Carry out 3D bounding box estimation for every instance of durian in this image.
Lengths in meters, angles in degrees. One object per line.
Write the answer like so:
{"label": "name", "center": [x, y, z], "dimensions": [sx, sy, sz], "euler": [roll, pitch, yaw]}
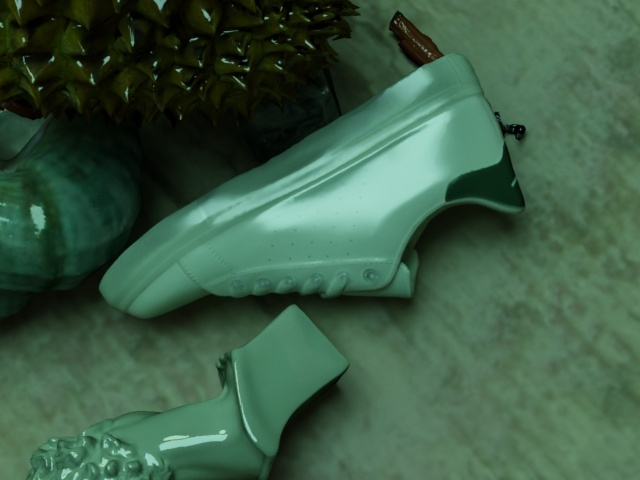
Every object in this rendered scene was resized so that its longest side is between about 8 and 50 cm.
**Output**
{"label": "durian", "center": [-0.161, -0.240, 1.253], "dimensions": [0.384, 0.347, 0.347], "euler": [-9, 65, -6]}

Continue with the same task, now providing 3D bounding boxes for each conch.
{"label": "conch", "center": [-0.264, -0.031, 1.394], "dimensions": [0.277, 0.195, 0.220], "euler": [-59, 41, 11]}

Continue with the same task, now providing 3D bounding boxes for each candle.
{"label": "candle", "center": [0.119, -0.141, 1.430], "dimensions": [0.167, 0.021, 0.026], "euler": [46, 110, 23]}

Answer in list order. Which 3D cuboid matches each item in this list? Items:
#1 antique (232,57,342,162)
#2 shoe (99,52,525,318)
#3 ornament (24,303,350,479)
{"label": "antique", "center": [-0.042, -0.163, 1.438], "dimensions": [0.088, 0.086, 0.183], "euler": [-17, 65, 6]}
{"label": "shoe", "center": [0.000, 0.000, 1.352], "dimensions": [0.363, 0.132, 0.160], "euler": [-31, 86, 7]}
{"label": "ornament", "center": [-0.104, 0.163, 1.294], "dimensions": [0.285, 0.130, 0.120], "euler": [-31, 78, -1]}
